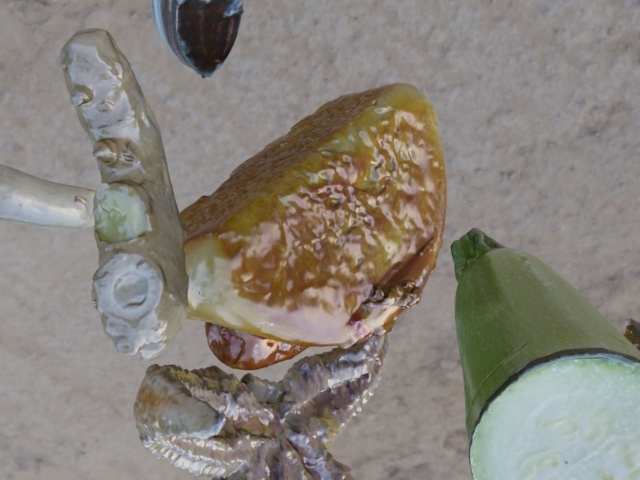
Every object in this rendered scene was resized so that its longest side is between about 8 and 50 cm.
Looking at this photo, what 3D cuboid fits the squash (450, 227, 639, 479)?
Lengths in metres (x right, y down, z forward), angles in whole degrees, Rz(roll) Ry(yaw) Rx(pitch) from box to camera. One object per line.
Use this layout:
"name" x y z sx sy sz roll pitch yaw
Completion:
"squash" 0.105 0.045 0.421 0.094 0.224 0.094 0 114 -1

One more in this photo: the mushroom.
"mushroom" -0.327 -0.047 0.884 0.084 0.071 0.209 -35 149 30

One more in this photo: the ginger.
"ginger" -0.104 -0.022 0.426 0.051 0.069 0.173 -16 87 15

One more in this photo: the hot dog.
"hot dog" 0.000 0.000 0.621 0.150 0.257 0.153 5 130 54

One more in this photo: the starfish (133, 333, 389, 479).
"starfish" -0.003 0.181 0.621 0.132 0.383 0.398 -28 156 22

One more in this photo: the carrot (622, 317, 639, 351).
"carrot" 0.305 0.127 0.497 0.260 0.070 0.070 25 135 8

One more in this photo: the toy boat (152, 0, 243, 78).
"toy boat" -0.083 -0.163 0.521 0.059 0.066 0.140 -19 161 -14
